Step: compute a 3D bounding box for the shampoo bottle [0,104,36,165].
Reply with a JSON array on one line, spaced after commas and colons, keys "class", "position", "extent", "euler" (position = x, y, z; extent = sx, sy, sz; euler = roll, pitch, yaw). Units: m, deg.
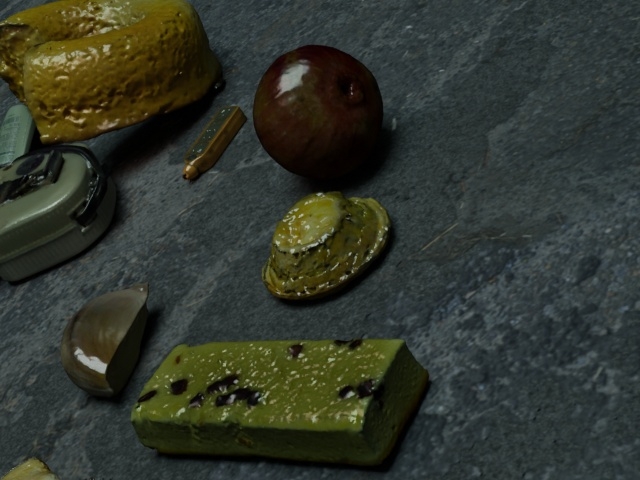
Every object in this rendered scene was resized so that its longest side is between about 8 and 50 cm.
[{"class": "shampoo bottle", "position": [-0.560, -0.155, 2.386], "extent": [0.072, 0.049, 0.212], "euler": [-9, 52, 18]}]

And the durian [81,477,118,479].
[{"class": "durian", "position": [-0.234, 0.329, 1.415], "extent": [0.158, 0.137, 0.168], "euler": [3, 28, 16]}]

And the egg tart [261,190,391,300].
[{"class": "egg tart", "position": [0.000, 0.000, 1.724], "extent": [0.191, 0.074, 0.191], "euler": [-22, 35, 16]}]

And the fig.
[{"class": "fig", "position": [-0.007, -0.176, 1.880], "extent": [0.205, 0.205, 0.205], "euler": [-22, 33, 15]}]

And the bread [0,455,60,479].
[{"class": "bread", "position": [-0.348, 0.322, 1.566], "extent": [0.106, 0.082, 0.125], "euler": [-32, 20, -21]}]

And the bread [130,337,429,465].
[{"class": "bread", "position": [-0.060, 0.181, 1.514], "extent": [0.361, 0.077, 0.138], "euler": [-4, 40, 37]}]

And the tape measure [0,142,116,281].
[{"class": "tape measure", "position": [-0.442, -0.079, 2.156], "extent": [0.231, 0.133, 0.271], "euler": [-25, 30, 11]}]

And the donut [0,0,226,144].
[{"class": "donut", "position": [-0.380, -0.334, 2.337], "extent": [0.378, 0.163, 0.435], "euler": [-22, 27, -21]}]

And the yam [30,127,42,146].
[{"class": "yam", "position": [-0.464, -0.222, 2.442], "extent": [0.241, 0.057, 0.057], "euler": [-16, 35, 23]}]

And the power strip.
[{"class": "power strip", "position": [-0.177, -0.157, 2.132], "extent": [0.049, 0.028, 0.178], "euler": [-3, 42, 37]}]

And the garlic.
[{"class": "garlic", "position": [-0.294, 0.136, 1.777], "extent": [0.101, 0.087, 0.195], "euler": [-3, 36, 17]}]
